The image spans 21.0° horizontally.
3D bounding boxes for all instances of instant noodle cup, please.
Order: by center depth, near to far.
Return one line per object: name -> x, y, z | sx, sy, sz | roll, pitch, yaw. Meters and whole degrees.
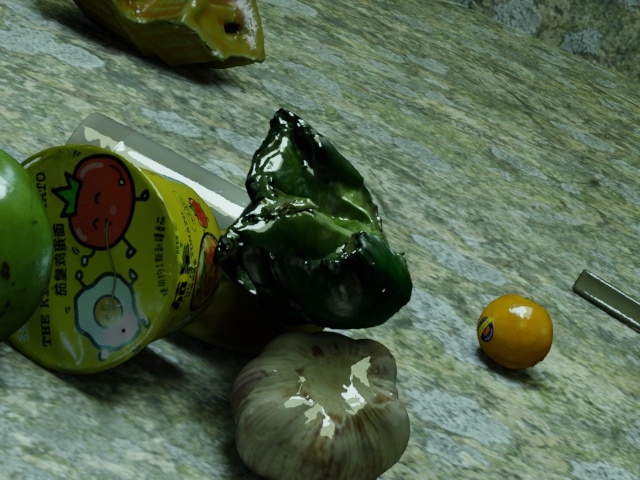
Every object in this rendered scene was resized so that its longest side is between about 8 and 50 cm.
instant noodle cup -> -0.168, 0.014, 1.428 | 0.182, 0.182, 0.144 | 31, 12, 18

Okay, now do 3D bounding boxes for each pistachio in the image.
pistachio -> -0.063, 0.045, 1.559 | 0.189, 0.110, 0.100 | 17, 12, -25

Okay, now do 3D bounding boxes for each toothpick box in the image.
toothpick box -> -0.163, -0.036, 1.652 | 0.181, 0.111, 0.111 | 28, 19, 5

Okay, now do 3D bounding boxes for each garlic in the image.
garlic -> -0.003, 0.144, 1.381 | 0.147, 0.102, 0.159 | 25, 42, -5

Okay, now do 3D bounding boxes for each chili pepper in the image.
chili pepper -> -0.005, 0.006, 1.455 | 0.148, 0.116, 0.264 | 42, 13, -22

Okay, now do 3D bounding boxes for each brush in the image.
brush -> 0.395, 0.097, 2.122 | 0.190, 0.034, 0.027 | 33, 4, 26

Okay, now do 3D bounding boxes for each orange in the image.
orange -> 0.204, 0.096, 1.807 | 0.083, 0.083, 0.083 | 22, 19, -8

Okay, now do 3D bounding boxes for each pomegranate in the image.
pomegranate -> -0.285, -0.022, 1.280 | 0.187, 0.225, 0.187 | 8, 30, -5

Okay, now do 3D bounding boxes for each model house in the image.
model house -> -0.217, -0.334, 2.287 | 0.268, 0.173, 0.239 | 32, 19, 26
